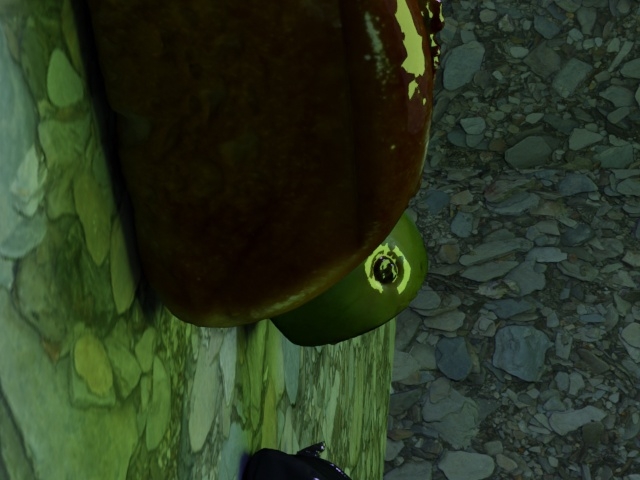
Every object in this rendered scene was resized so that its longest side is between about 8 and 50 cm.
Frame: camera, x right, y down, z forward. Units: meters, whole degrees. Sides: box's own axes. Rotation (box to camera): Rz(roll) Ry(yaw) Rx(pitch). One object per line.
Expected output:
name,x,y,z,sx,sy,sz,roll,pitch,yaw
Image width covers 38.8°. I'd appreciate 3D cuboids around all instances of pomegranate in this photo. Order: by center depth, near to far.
pomegranate,0.012,-0.004,1.015,0.159,0.190,0.241,61,20,-17

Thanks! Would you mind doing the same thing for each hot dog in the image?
hot dog,-0.027,-0.130,0.624,0.185,0.223,0.405,-71,159,-55

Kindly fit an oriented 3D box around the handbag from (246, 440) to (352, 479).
handbag,0.017,0.368,1.057,0.302,0.177,0.275,62,31,-72
